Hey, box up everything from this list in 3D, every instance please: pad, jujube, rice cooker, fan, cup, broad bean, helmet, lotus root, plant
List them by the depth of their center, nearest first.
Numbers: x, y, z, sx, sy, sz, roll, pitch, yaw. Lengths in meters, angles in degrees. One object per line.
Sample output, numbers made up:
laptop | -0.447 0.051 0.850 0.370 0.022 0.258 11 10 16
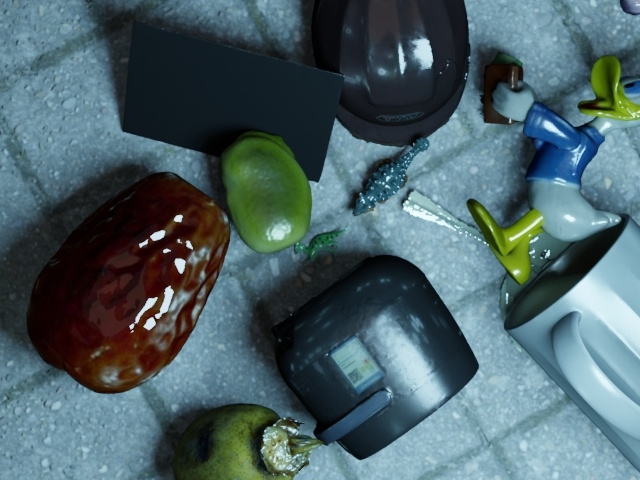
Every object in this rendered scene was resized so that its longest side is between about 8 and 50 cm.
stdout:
cup | 0.433 0.171 1.794 0.327 0.323 0.237 47 118 -3
rice cooker | 0.068 0.155 1.832 0.267 0.267 0.224 -38 89 1
lotus root | -0.106 0.299 1.837 0.154 0.278 0.154 10 73 -35
jujube | -0.262 0.059 1.861 0.223 0.223 0.318 36 83 -1
helmet | 0.103 -0.284 1.861 0.225 0.177 0.305 -10 90 -2
pad | -0.128 -0.192 1.881 0.300 0.005 0.202 14 133 0
broad bean | -0.078 -0.071 1.882 0.124 0.082 0.174 -24 89 -14
plant | 0.253 -0.218 1.924 0.051 0.051 0.102 23 97 0
fan | 0.306 0.038 1.945 0.415 0.012 0.233 32 90 -3

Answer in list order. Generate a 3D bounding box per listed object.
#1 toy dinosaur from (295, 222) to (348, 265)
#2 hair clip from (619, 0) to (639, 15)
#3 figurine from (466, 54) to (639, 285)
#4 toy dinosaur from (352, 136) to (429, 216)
toy dinosaur | 0.000 0.000 1.943 0.062 0.021 0.083 27 92 12
hair clip | 0.515 -0.350 1.914 0.146 0.075 0.257 -40 86 5
figurine | 0.343 -0.141 1.843 0.338 0.204 0.283 -30 75 5
toy dinosaur | 0.100 -0.091 1.923 0.049 0.055 0.154 44 96 1
